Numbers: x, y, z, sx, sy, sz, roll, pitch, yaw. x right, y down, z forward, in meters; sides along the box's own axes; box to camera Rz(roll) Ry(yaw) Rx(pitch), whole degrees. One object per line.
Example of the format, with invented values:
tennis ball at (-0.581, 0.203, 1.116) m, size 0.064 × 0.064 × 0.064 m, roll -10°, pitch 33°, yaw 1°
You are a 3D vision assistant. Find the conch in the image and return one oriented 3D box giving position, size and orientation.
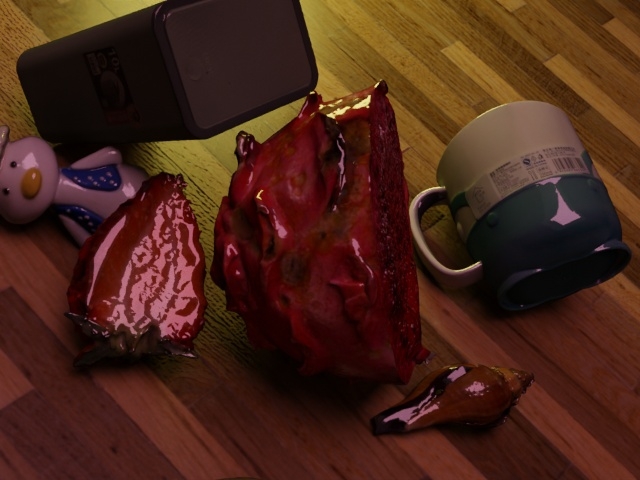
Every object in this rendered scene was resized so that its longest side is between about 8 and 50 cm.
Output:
conch at (0.180, 0.199, 1.330) m, size 0.232 × 0.080 × 0.086 m, roll 5°, pitch 43°, yaw -21°

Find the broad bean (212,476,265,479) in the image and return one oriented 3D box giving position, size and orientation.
broad bean at (-0.066, 0.319, 1.109) m, size 0.174 × 0.082 × 0.124 m, roll 28°, pitch 48°, yaw -5°

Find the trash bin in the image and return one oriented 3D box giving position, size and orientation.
trash bin at (-0.205, -0.214, 1.305) m, size 0.223 × 0.343 × 0.158 m, roll -30°, pitch 109°, yaw -41°

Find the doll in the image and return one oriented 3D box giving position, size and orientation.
doll at (-0.315, -0.063, 1.278) m, size 0.293 × 0.138 × 0.119 m, roll 16°, pitch 11°, yaw -16°

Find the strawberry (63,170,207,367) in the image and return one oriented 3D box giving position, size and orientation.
strawberry at (-0.226, 0.034, 1.221) m, size 0.174 × 0.098 × 0.228 m, roll 2°, pitch 76°, yaw -26°

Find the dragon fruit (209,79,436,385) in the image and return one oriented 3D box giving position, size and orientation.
dragon fruit at (0.000, 0.000, 1.258) m, size 0.249 × 0.371 × 0.386 m, roll -5°, pitch 18°, yaw 10°

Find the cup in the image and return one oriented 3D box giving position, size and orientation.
cup at (0.275, -0.038, 1.501) m, size 0.289 × 0.219 × 0.258 m, roll -18°, pitch 59°, yaw -2°
